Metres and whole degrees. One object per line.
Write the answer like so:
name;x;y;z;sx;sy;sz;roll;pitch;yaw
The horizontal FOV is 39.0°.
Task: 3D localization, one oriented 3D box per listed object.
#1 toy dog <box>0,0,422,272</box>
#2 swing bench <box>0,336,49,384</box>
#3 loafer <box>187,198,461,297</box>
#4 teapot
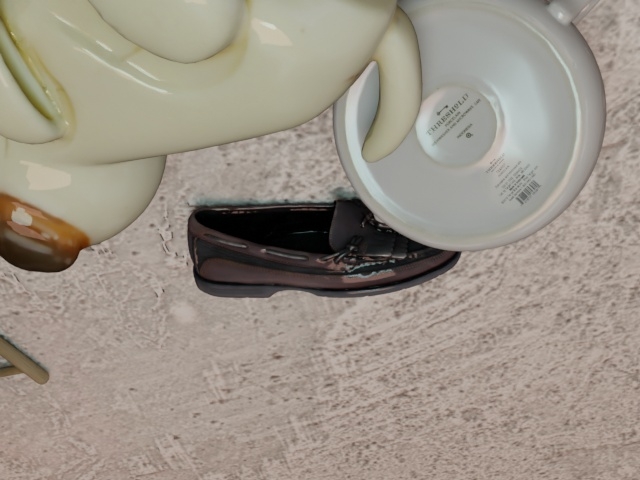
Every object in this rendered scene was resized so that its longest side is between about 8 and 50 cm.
toy dog;-0.159;-0.157;0.745;0.395;0.284;0.408;32;129;-31
swing bench;-0.462;0.187;1.041;0.165;0.253;0.254;-12;131;10
loafer;0.000;0.000;0.985;0.303;0.109;0.095;-6;128;8
teapot;0.145;-0.123;0.829;0.256;0.187;0.252;0;106;21
